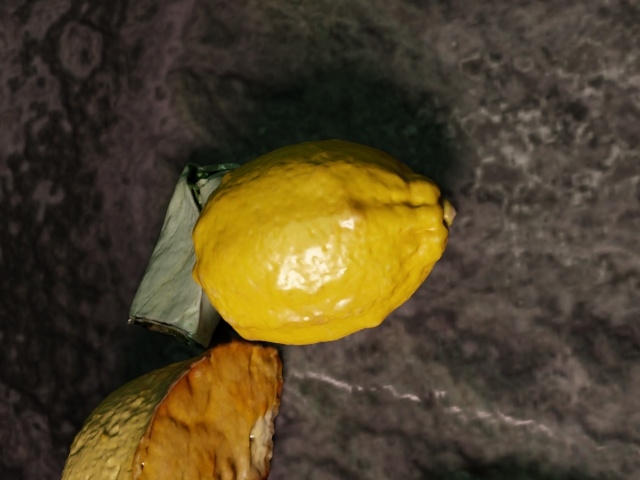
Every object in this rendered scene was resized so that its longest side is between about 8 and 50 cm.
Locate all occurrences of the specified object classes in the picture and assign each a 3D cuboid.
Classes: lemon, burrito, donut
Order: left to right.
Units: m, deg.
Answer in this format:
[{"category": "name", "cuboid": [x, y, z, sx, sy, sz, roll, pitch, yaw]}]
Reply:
[{"category": "donut", "cuboid": [-0.088, 0.157, 1.081, 0.085, 0.141, 0.217, -4, 72, 33]}, {"category": "burrito", "cuboid": [-0.072, 0.006, 1.146, 0.074, 0.044, 0.118, 0, 65, 52]}, {"category": "lemon", "cuboid": [0.000, 0.000, 1.074, 0.155, 0.114, 0.114, -17, 71, 17]}]
